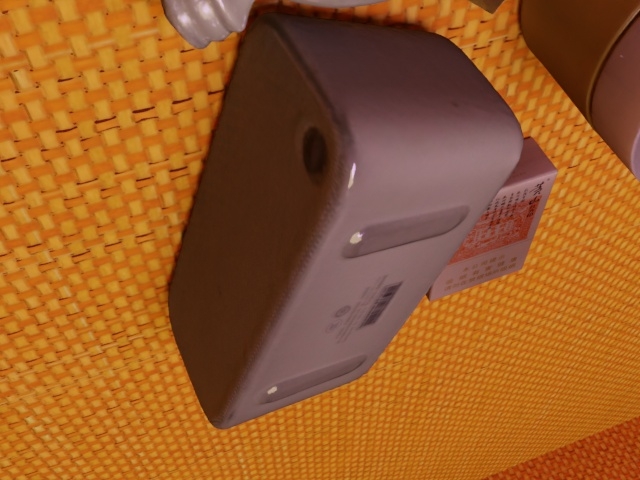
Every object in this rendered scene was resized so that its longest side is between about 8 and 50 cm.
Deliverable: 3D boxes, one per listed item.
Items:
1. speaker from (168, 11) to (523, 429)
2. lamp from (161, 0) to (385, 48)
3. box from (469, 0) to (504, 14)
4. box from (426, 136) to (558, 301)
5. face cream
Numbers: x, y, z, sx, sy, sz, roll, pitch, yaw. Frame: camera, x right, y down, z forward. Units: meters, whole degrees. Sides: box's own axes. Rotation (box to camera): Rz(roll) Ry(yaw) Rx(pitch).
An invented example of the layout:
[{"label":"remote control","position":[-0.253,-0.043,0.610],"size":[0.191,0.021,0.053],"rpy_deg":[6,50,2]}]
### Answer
[{"label":"speaker","position":[0.000,0.000,0.676],"size":[0.184,0.183,0.406],"rpy_deg":[-10,145,-31]},{"label":"lamp","position":[-0.013,-0.188,0.477],"size":[0.193,0.106,0.106],"rpy_deg":[-21,147,10]},{"label":"box","position":[0.121,-0.235,0.563],"size":[0.133,0.023,0.090],"rpy_deg":[10,132,-41]},{"label":"box","position":[0.187,-0.019,0.872],"size":[0.141,0.058,0.201],"rpy_deg":[-17,145,-12]},{"label":"face cream","position":[0.306,-0.181,0.613],"size":[0.218,0.179,0.218],"rpy_deg":[-17,146,-12]}]
